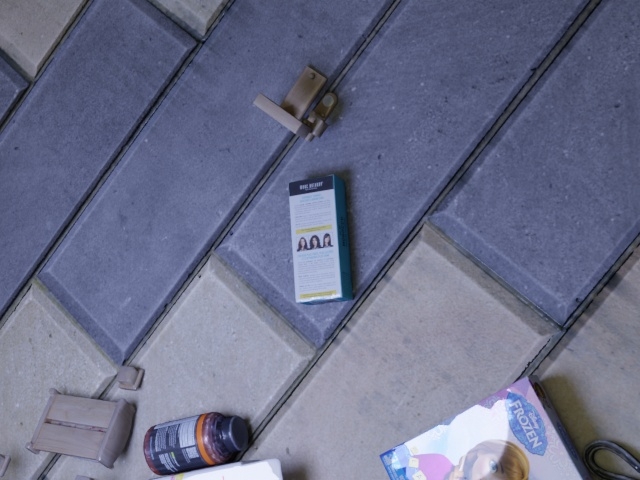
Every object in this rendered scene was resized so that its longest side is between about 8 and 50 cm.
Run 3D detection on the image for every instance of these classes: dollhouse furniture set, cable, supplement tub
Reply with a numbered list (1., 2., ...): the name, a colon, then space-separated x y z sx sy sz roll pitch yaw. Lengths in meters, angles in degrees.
1. dollhouse furniture set: -0.541 0.447 2.002 0.303 0.173 0.355 4 59 25
2. cable: 0.557 0.415 1.499 0.287 0.072 0.139 46 105 23
3. dollhouse furniture set: -0.037 -0.281 1.843 0.144 0.151 0.123 37 97 22
4. supplement tub: -0.244 0.401 1.847 0.198 0.106 0.106 -16 75 21

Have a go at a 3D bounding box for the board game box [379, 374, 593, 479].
1. board game box: 0.305 0.444 1.599 0.318 0.066 0.318 -34 69 21

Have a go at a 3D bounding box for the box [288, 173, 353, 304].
1. box: 0.000 0.000 1.828 0.101 0.060 0.244 -8 78 23

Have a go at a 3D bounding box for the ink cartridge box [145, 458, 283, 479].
1. ink cartridge box: -0.211 0.542 1.784 0.354 0.119 0.207 -14 76 12
